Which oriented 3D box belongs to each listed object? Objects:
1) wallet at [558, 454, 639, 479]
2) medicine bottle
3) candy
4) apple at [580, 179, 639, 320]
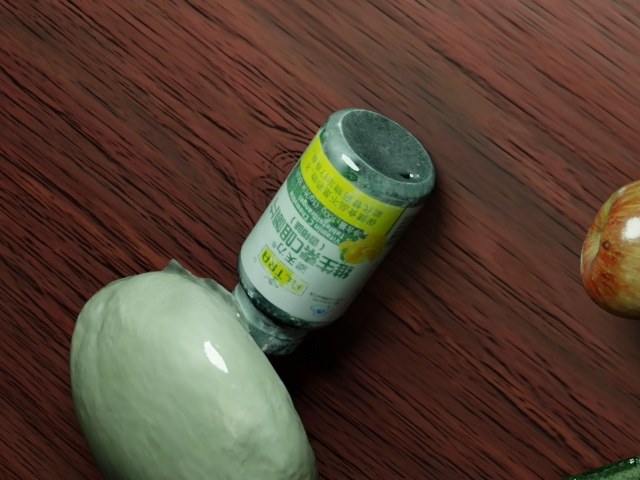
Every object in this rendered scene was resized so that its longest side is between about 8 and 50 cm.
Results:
[{"bbox_3d":[0.302,0.342,1.784,0.236,0.055,0.160,-24,94,28],"label":"wallet"},{"bbox_3d":[0.000,0.000,1.762,0.141,0.141,0.293,41,124,9],"label":"medicine bottle"},{"bbox_3d":[-0.157,0.214,1.837,0.386,0.186,0.427,58,151,2],"label":"candy"},{"bbox_3d":[0.336,0.010,1.580,0.130,0.146,0.146,16,119,-5],"label":"apple"}]
